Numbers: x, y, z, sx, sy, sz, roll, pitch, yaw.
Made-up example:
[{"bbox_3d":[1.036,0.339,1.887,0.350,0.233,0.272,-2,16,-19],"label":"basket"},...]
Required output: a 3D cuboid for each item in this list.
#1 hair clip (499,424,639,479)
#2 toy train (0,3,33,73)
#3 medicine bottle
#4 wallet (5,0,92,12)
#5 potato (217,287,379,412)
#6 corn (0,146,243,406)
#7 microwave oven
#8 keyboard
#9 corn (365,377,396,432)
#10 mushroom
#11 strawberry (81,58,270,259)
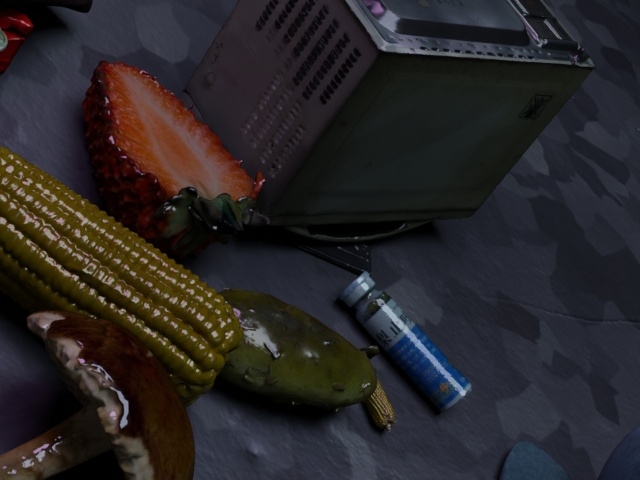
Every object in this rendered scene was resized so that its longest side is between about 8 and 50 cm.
[{"bbox_3d":[0.357,0.345,1.468,0.392,0.238,0.318,40,35,-7],"label":"hair clip"},{"bbox_3d":[-0.420,-0.230,1.395,0.204,0.083,0.131,-12,62,-49],"label":"toy train"},{"bbox_3d":[0.101,0.122,1.584,0.191,0.051,0.051,47,37,2],"label":"medicine bottle"},{"bbox_3d":[-0.366,-0.313,1.479,0.182,0.049,0.229,35,12,4],"label":"wallet"},{"bbox_3d":[-0.036,0.122,1.419,0.225,0.090,0.117,21,47,-24],"label":"potato"},{"bbox_3d":[-0.235,0.029,1.284,0.344,0.131,0.131,35,37,-3],"label":"corn"},{"bbox_3d":[0.072,-0.196,1.627,0.394,0.333,0.247,-3,49,-45],"label":"microwave oven"},{"bbox_3d":[0.000,0.000,1.636,0.155,0.010,0.053,25,42,-25],"label":"keyboard"},{"bbox_3d":[0.064,0.182,1.512,0.028,0.027,0.083,22,38,-53],"label":"corn"},{"bbox_3d":[-0.253,0.164,1.132,0.301,0.233,0.208,4,94,-25],"label":"mushroom"},{"bbox_3d":[-0.178,-0.074,1.469,0.188,0.106,0.286,2,42,-48],"label":"strawberry"}]
